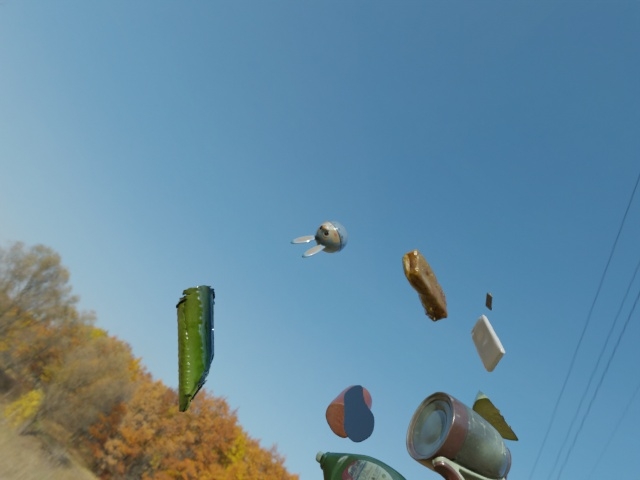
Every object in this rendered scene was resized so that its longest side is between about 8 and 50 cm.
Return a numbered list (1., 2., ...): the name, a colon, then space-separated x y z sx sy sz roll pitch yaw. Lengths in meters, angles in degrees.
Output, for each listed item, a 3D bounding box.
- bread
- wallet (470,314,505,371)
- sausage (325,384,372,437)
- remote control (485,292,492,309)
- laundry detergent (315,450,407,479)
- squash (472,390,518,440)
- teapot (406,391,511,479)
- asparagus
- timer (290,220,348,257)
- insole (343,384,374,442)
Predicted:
1. bread: 0.355 0.162 1.496 0.077 0.139 0.270 -19 -53 24
2. wallet: 0.595 0.367 1.575 0.032 0.182 0.124 7 -55 -9
3. sausage: 0.101 0.541 1.430 0.114 0.259 0.113 -1 -92 20
4. remote control: 0.665 0.238 1.727 0.034 0.016 0.091 52 -14 43
5. laundry detergent: 0.075 0.519 0.930 0.211 0.137 0.063 18 -30 28
6. squash: 0.752 0.735 1.928 0.236 0.155 0.204 56 -37 -4
7. teapot: 0.464 0.683 1.381 0.312 0.315 0.233 32 -62 -7
8. asparagus: -0.384 0.325 1.359 0.108 0.381 0.128 -16 -24 20
9. timer: 0.013 -0.017 2.061 0.175 0.256 0.175 -2 -93 52
10. insole: 0.088 0.420 1.076 0.003 0.080 0.232 57 3 -10
